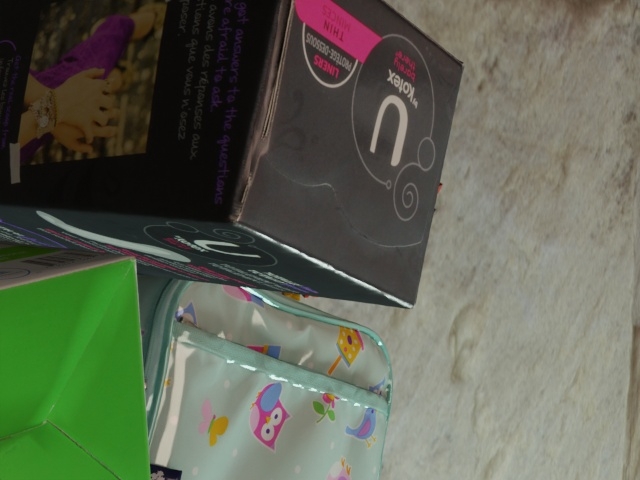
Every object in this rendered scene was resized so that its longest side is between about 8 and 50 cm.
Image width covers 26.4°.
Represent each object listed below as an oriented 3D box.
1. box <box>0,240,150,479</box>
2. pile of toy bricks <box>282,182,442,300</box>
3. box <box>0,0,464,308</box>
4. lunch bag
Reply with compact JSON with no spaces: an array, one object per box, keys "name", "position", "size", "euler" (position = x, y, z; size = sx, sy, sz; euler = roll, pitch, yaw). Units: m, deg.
[{"name":"box","position":[-0.244,0.072,0.564],"size":[0.262,0.231,0.127],"euler":[-16,106,-52]},{"name":"pile of toy bricks","position":[0.000,0.000,1.015],"size":[0.212,0.118,0.105],"euler":[-32,152,-58]},{"name":"box","position":[-0.086,-0.061,0.730],"size":[0.165,0.270,0.143],"euler":[26,74,-53]},{"name":"lunch bag","position":[-0.063,0.133,0.923],"size":[0.279,0.107,0.224],"euler":[26,74,-52]}]
